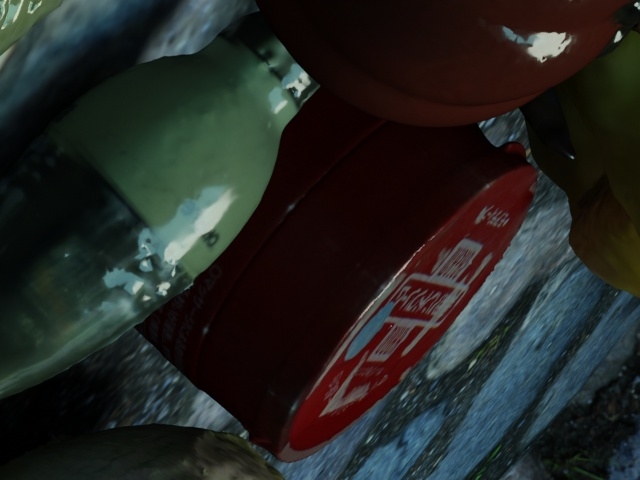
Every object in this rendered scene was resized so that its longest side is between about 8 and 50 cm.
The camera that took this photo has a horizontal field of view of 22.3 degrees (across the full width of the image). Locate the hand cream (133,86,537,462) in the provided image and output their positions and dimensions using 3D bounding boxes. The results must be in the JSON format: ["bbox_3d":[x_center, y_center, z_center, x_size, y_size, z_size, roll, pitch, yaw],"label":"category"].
[{"bbox_3d":[0.000,0.000,0.921,0.230,0.149,0.230,-46,163,-19],"label":"hand cream"}]

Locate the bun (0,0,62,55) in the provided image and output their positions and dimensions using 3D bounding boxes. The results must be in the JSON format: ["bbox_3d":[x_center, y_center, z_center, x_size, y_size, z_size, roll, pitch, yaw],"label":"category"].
[{"bbox_3d":[-0.139,-0.103,0.420,0.188,0.111,0.164,-30,138,-39],"label":"bun"}]

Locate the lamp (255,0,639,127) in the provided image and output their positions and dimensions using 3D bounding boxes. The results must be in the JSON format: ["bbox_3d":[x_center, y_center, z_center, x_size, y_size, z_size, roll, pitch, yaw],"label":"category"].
[{"bbox_3d":[0.050,-0.158,0.638,0.227,0.227,0.227,-43,161,-18],"label":"lamp"}]

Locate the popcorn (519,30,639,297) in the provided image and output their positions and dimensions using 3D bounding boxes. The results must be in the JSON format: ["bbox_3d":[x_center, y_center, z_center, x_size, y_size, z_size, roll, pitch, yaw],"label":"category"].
[{"bbox_3d":[0.241,-0.112,0.914,0.349,0.382,0.349,-165,-90,-81],"label":"popcorn"}]

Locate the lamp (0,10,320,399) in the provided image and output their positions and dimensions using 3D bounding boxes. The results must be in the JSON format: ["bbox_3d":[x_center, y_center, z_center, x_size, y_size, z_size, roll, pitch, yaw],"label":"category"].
[{"bbox_3d":[-0.098,-0.010,0.740,0.250,0.101,0.101,-45,162,-7],"label":"lamp"}]

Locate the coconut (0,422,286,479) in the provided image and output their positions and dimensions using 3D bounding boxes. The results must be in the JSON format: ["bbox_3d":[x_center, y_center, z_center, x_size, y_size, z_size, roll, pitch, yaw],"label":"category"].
[{"bbox_3d":[-0.121,0.241,0.948,0.297,0.254,0.297,-36,176,-3],"label":"coconut"}]
